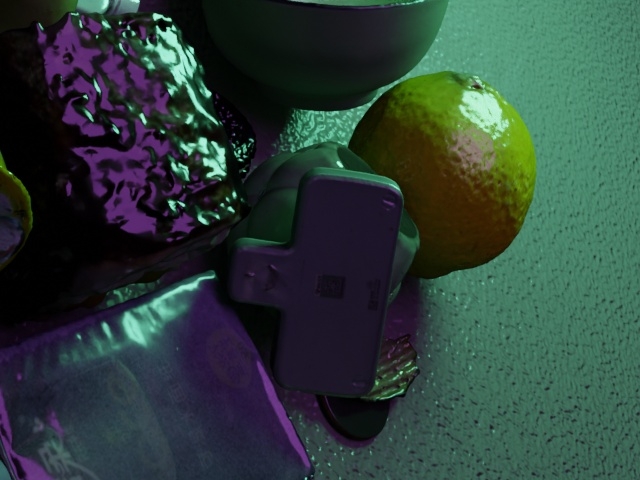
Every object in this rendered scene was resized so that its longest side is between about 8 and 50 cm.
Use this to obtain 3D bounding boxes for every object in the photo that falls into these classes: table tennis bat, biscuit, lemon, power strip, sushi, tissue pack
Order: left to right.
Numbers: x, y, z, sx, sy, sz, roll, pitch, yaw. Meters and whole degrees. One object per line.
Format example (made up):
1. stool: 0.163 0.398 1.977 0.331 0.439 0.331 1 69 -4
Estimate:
1. sushi: -0.246 -0.089 1.779 0.299 0.281 0.294 -17 83 -55
2. tissue pack: -0.213 0.218 1.759 0.394 0.124 0.288 -20 82 -49
3. biscuit: -0.171 -0.136 2.015 0.194 0.053 0.194 16 37 -13
4. power strip: -0.014 0.046 1.872 0.194 0.059 0.265 8 100 -6
5. table tennis bat: 0.042 0.161 2.133 0.130 0.019 0.220 21 56 -39
6. lemon: 0.164 -0.090 2.202 0.293 0.293 0.293 24 52 -35

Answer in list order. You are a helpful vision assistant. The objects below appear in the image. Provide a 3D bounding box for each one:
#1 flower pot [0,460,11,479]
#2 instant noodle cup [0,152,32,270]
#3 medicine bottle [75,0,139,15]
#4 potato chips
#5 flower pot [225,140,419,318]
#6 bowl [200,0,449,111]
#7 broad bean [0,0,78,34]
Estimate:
1. flower pot: -0.411 0.272 1.447 0.243 0.265 0.265 -2 69 -58
2. instant noodle cup: -0.464 -0.099 1.568 0.325 0.325 0.254 10 51 -42
3. medicine bottle: -0.319 -0.323 2.007 0.183 0.069 0.119 19 46 -36
4. potato chips: 0.064 0.172 2.114 0.207 0.028 0.092 -7 75 -50
5. flower pot: 0.000 0.000 2.016 0.246 0.195 0.246 47 14 -15
6. bowl: 0.000 -0.294 2.177 0.354 0.354 0.185 -34 137 -50
7. broad bean: -0.400 -0.337 1.868 0.263 0.189 0.121 40 6 -22
